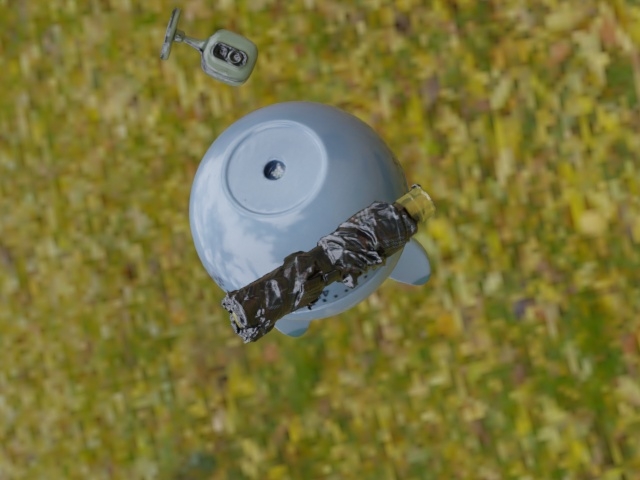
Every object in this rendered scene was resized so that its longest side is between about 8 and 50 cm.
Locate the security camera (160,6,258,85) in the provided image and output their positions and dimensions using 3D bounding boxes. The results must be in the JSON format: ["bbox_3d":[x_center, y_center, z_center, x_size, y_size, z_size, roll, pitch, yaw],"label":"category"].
[{"bbox_3d":[-0.107,-0.188,1.898,0.058,0.092,0.058,-163,90,-89],"label":"security camera"}]

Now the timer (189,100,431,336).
[{"bbox_3d":[-0.008,-0.019,1.435,0.255,0.175,0.175,16,-119,-82],"label":"timer"}]

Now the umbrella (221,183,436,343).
[{"bbox_3d":[0.008,0.013,1.166,0.040,0.144,0.037,54,166,16],"label":"umbrella"}]
